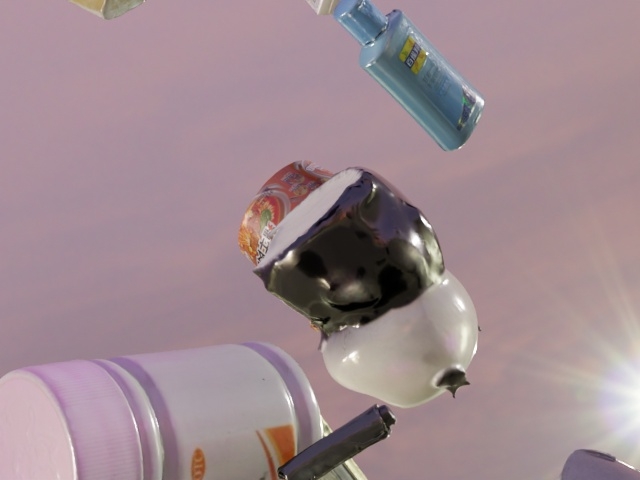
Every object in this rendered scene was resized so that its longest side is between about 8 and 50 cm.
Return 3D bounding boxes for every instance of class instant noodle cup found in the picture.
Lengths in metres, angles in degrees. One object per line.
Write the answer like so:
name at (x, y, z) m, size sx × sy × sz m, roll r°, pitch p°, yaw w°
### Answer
instant noodle cup at (0.000, 0.000, 2.194) m, size 0.250 × 0.192 × 0.250 m, roll -39°, pitch -30°, yaw -28°

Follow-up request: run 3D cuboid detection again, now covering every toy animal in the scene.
toy animal at (0.080, 0.076, 1.796) m, size 0.251 × 0.310 × 0.251 m, roll -41°, pitch 14°, yaw 12°

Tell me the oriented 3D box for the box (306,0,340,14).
box at (0.006, -0.492, 2.326) m, size 0.081 × 0.199 × 0.135 m, roll -1°, pitch -54°, yaw -32°

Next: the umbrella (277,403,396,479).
umbrella at (0.017, 0.208, 1.337) m, size 0.133 × 0.036 × 0.031 m, roll -34°, pitch -9°, yaw 5°

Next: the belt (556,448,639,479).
belt at (0.281, 0.389, 1.486) m, size 0.338 × 0.122 × 0.217 m, roll -47°, pitch -41°, yaw -29°

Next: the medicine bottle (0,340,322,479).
medicine bottle at (-0.176, 0.218, 1.424) m, size 0.316 × 0.202 × 0.202 m, roll -3°, pitch -24°, yaw -41°

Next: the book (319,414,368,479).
book at (-0.017, 0.338, 1.954) m, size 0.191 × 0.025 × 0.269 m, roll -3°, pitch -46°, yaw 38°

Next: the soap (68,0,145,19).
soap at (-0.266, -0.350, 1.462) m, size 0.173 × 0.274 × 0.089 m, roll -39°, pitch -40°, yaw -25°

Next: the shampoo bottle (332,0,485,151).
shampoo bottle at (0.117, -0.237, 1.814) m, size 0.258 × 0.104 × 0.061 m, roll 41°, pitch -28°, yaw -27°
